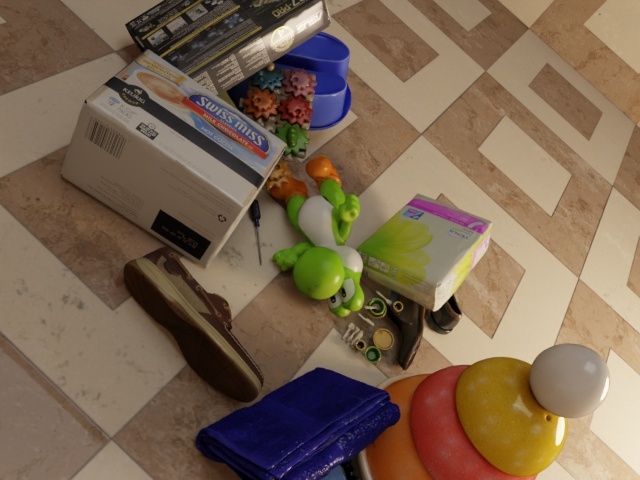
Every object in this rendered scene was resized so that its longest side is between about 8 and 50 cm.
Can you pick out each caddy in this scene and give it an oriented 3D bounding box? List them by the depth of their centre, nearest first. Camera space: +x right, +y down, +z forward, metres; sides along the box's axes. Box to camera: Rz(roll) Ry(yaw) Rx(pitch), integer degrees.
[{"bbox_3d":[-0.077,-0.420,1.636,0.342,0.179,0.241,11,61,-7],"label":"caddy"}]

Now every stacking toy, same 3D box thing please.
[{"bbox_3d":[0.315,0.329,1.109,0.351,0.480,0.350,18,49,-22],"label":"stacking toy"}]

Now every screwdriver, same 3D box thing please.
[{"bbox_3d":[-0.140,-0.018,1.405,0.025,0.024,0.169,28,45,-55],"label":"screwdriver"}]

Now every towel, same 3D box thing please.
[{"bbox_3d":[-0.034,0.316,1.089,0.228,0.076,0.308,17,25,42],"label":"towel"}]

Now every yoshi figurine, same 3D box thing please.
[{"bbox_3d":[-0.006,-0.010,1.379,0.203,0.203,0.362,-8,63,-20],"label":"yoshi figurine"}]

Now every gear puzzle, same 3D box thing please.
[{"bbox_3d":[-0.106,-0.272,1.440,0.176,0.044,0.338,9,67,-8],"label":"gear puzzle"}]

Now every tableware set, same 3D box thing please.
[{"bbox_3d":[0.126,0.190,1.374,0.104,0.024,0.154,39,65,5],"label":"tableware set"}]

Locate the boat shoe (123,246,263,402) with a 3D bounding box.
[{"bbox_3d":[-0.213,0.145,1.159,0.342,0.123,0.123,43,45,11],"label":"boat shoe"}]

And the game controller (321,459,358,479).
[{"bbox_3d":[0.023,0.491,1.083,0.167,0.067,0.319,-3,60,-35],"label":"game controller"}]

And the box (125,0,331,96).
[{"bbox_3d":[-0.223,-0.511,1.463,0.395,0.097,0.318,-35,54,-8],"label":"box"}]

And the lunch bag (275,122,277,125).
[{"bbox_3d":[-0.131,-0.268,1.569,0.067,0.065,0.098,-38,83,-30],"label":"lunch bag"}]

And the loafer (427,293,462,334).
[{"bbox_3d":[0.294,0.099,1.554,0.096,0.084,0.267,7,54,-28],"label":"loafer"}]

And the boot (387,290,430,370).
[{"bbox_3d":[0.189,0.193,1.440,0.106,0.082,0.219,18,52,12],"label":"boot"}]

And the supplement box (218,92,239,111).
[{"bbox_3d":[-0.258,-0.318,1.526,0.083,0.056,0.083,-20,70,-42],"label":"supplement box"}]

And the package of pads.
[{"bbox_3d":[0.258,0.022,1.501,0.229,0.101,0.296,26,46,28],"label":"package of pads"}]

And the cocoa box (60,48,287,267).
[{"bbox_3d":[-0.290,-0.163,1.259,0.347,0.231,0.228,34,45,-8],"label":"cocoa box"}]
